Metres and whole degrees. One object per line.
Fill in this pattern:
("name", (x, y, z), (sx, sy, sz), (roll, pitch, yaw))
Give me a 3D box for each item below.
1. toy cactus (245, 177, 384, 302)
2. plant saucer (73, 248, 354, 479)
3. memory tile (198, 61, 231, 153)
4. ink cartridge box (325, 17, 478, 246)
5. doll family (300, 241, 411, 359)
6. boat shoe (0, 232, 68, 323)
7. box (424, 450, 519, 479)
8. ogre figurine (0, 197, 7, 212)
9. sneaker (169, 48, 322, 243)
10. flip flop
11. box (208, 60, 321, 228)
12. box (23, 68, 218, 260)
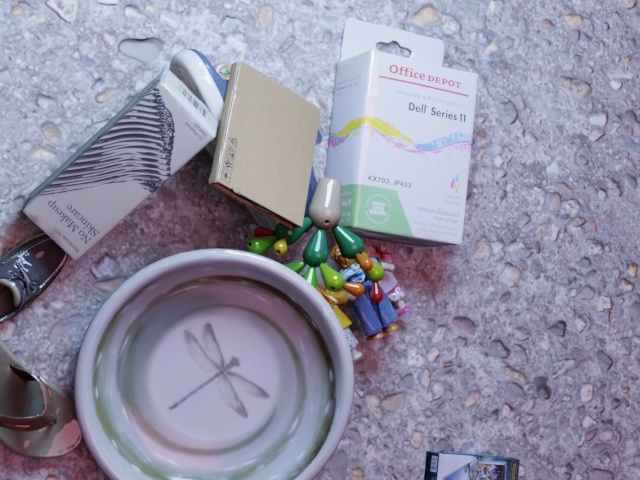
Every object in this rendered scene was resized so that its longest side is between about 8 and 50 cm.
("toy cactus", (0.000, 0.000, 1.987), (0.219, 0.112, 0.180), (12, 82, -7))
("plant saucer", (-0.155, 0.204, 1.952), (0.401, 0.100, 0.400), (-1, 98, -7))
("memory tile", (-0.152, -0.203, 2.062), (0.113, 0.012, 0.148), (6, 85, -26))
("ink cartridge box", (0.130, -0.177, 2.143), (0.207, 0.119, 0.353), (8, 84, -26))
("doll family", (0.041, 0.090, 2.084), (0.263, 0.118, 0.163), (-34, 102, -24))
("boat shoe", (-0.435, 0.070, 1.869), (0.223, 0.073, 0.080), (-40, 106, -22))
("box", (0.242, 0.469, 2.207), (0.159, 0.044, 0.233), (9, 83, -26))
("ogre figurine", (-0.510, -0.012, 1.826), (0.118, 0.097, 0.197), (24, 65, -12))
("sneaker", (-0.091, -0.165, 2.012), (0.148, 0.131, 0.350), (-42, 122, -16))
("flip flop", (-0.419, 0.212, 1.841), (0.112, 0.080, 0.277), (-47, 128, -19))
("box", (-0.076, -0.136, 1.921), (0.164, 0.021, 0.201), (28, 58, -35))
("box", (-0.278, -0.106, 1.873), (0.275, 0.094, 0.113), (-42, 106, 13))
